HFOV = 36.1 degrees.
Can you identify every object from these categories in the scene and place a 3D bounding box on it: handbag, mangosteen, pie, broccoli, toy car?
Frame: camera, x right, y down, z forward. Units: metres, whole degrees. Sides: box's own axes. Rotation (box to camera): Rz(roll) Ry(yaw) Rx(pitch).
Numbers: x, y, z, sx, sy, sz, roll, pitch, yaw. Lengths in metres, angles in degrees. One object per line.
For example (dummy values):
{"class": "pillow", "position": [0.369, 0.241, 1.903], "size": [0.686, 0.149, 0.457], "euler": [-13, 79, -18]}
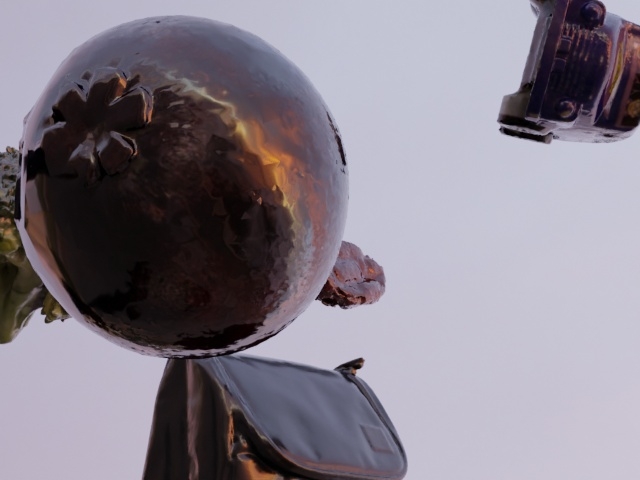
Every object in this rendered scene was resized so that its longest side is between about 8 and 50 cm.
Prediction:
{"class": "handbag", "position": [-0.028, 0.241, 1.051], "size": [0.302, 0.275, 0.178], "euler": [20, -17, -41]}
{"class": "mangosteen", "position": [-0.070, -0.020, 0.567], "size": [0.194, 0.194, 0.230], "euler": [0, -19, 15]}
{"class": "pie", "position": [0.000, 0.000, 1.339], "size": [0.054, 0.204, 0.219], "euler": [-39, -120, 27]}
{"class": "broccoli", "position": [-0.444, 0.024, 1.440], "size": [0.293, 0.348, 0.281], "euler": [38, -58, 31]}
{"class": "toy car", "position": [0.291, -0.187, 1.085], "size": [0.158, 0.235, 0.172], "euler": [14, -83, 12]}
